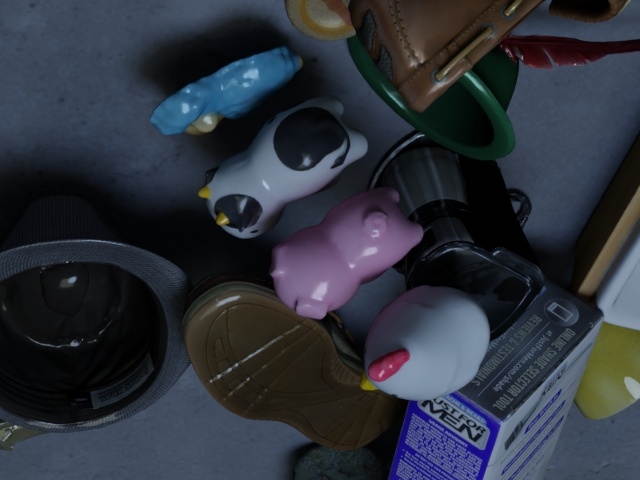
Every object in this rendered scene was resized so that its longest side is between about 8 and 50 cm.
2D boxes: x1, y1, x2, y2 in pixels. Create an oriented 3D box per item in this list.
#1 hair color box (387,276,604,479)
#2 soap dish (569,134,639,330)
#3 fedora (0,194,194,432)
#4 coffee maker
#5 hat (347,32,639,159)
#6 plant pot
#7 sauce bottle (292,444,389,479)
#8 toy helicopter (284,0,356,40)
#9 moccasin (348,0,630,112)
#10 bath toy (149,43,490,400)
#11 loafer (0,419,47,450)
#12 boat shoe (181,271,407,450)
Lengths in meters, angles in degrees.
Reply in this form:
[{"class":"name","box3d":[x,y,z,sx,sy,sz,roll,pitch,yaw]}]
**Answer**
[{"class":"hair color box","box3d":[0.159,0.205,1.871,0.185,0.110,0.339,-41,156,-37]},{"class":"soap dish","box3d":[0.393,-0.037,1.809,0.229,0.118,0.291,12,125,-21]},{"class":"fedora","box3d":[-0.236,0.053,1.735,0.244,0.124,0.275,-10,136,-3]},{"class":"coffee maker","box3d":[0.145,-0.001,1.742,0.171,0.178,0.120,4,128,-16]},{"class":"hat","box3d":[0.154,-0.190,1.680,0.208,0.173,0.183,47,71,-30]},{"class":"plant pot","box3d":[0.290,0.102,1.906,0.134,0.134,0.095,-38,102,18]},{"class":"sauce bottle","box3d":[0.026,0.373,2.067,0.111,0.111,0.344,-8,131,-7]},{"class":"toy helicopter","box3d":[-0.030,-0.302,1.491,0.235,0.140,0.355,-13,133,0]},{"class":"moccasin","box3d":[0.211,-0.231,1.540,0.380,0.147,0.139,-31,175,-19]},{"class":"bath toy","box3d":[0.000,0.000,1.615,0.129,0.348,0.151,-25,165,-51]},{"class":"loafer","box3d":[-0.327,0.188,1.868,0.148,0.056,0.050,-12,124,-3]},{"class":"boat shoe","box3d":[-0.038,0.095,1.780,0.123,0.123,0.342,-39,145,13]}]
